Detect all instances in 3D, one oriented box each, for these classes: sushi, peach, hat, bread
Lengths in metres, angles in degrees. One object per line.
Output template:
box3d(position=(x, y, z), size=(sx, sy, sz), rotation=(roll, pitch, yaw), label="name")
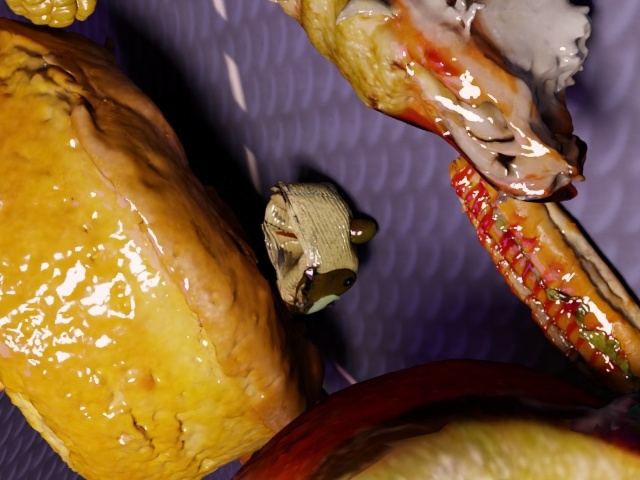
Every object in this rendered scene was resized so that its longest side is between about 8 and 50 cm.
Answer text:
box3d(position=(0.037, -0.110, 0.683), size=(0.226, 0.103, 0.097), rotation=(42, -176, 27), label="sushi")
box3d(position=(0.077, 0.248, 0.802), size=(0.353, 0.339, 0.416), rotation=(39, 152, 33), label="peach")
box3d(position=(0.000, 0.001, 1.010), size=(0.077, 0.059, 0.076), rotation=(104, 145, -59), label="hat")
box3d(position=(-0.152, 0.021, 1.129), size=(0.337, 0.204, 0.358), rotation=(59, -179, 43), label="bread")

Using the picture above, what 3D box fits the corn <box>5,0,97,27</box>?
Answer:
box3d(position=(-0.201, -0.265, 0.983), size=(0.102, 0.102, 0.313), rotation=(38, 156, 41), label="corn")

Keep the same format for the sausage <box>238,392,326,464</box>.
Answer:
box3d(position=(-0.047, 0.132, 1.301), size=(0.179, 0.089, 0.089), rotation=(46, 159, 28), label="sausage")

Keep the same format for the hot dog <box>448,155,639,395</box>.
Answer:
box3d(position=(0.112, 0.015, 0.788), size=(0.144, 0.038, 0.062), rotation=(53, 162, 7), label="hot dog")
